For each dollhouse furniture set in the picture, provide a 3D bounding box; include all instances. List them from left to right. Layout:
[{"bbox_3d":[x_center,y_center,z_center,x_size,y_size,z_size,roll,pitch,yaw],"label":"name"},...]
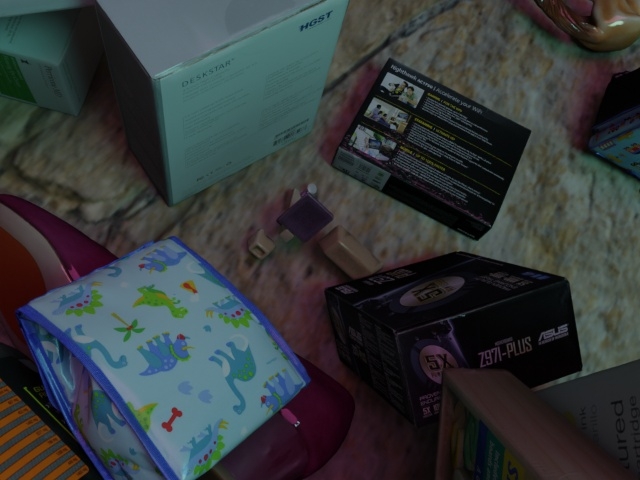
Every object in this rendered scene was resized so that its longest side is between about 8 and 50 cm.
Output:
[{"bbox_3d":[0.000,0.000,0.679,0.114,0.091,0.081,42,25,-17],"label":"dollhouse furniture set"}]

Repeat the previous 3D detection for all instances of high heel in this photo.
[{"bbox_3d":[-0.145,0.078,0.601,0.377,0.127,0.181,44,32,16],"label":"high heel"}]

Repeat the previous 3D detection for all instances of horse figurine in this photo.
[{"bbox_3d":[0.372,-0.300,0.824,0.263,0.066,0.174,-23,70,-19],"label":"horse figurine"}]

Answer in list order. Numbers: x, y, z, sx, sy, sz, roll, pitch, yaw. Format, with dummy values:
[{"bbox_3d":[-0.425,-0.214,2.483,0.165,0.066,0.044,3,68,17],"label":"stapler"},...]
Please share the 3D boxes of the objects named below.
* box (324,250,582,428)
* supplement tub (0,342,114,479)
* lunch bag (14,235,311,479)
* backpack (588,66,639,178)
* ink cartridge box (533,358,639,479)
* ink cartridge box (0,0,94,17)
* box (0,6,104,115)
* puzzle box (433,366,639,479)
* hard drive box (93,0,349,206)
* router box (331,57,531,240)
[{"bbox_3d":[0.103,0.072,0.572,0.148,0.180,0.077,-15,100,-14],"label":"box"},{"bbox_3d":[-0.223,0.213,0.454,0.338,0.207,0.207,42,69,7],"label":"supplement tub"},{"bbox_3d":[-0.107,0.080,0.447,0.151,0.096,0.129,53,43,5],"label":"lunch bag"},{"bbox_3d":[0.408,-0.119,0.722,0.173,0.158,0.116,29,76,-11],"label":"backpack"},{"bbox_3d":[0.215,0.238,0.429,0.161,0.384,0.279,2,70,-6],"label":"ink cartridge box"},{"bbox_3d":[-0.328,-0.305,0.598,0.308,0.091,0.385,-14,44,-15],"label":"ink cartridge box"},{"bbox_3d":[-0.272,-0.196,0.653,0.087,0.101,0.101,14,70,-5],"label":"box"},{"bbox_3d":[0.109,0.305,0.364,0.052,0.272,0.408,3,95,-6],"label":"puzzle box"},{"bbox_3d":[-0.085,-0.148,0.598,0.181,0.232,0.089,-32,78,-19],"label":"hard drive box"},{"bbox_3d":[0.121,-0.099,0.716,0.179,0.046,0.133,28,67,1],"label":"router box"}]
